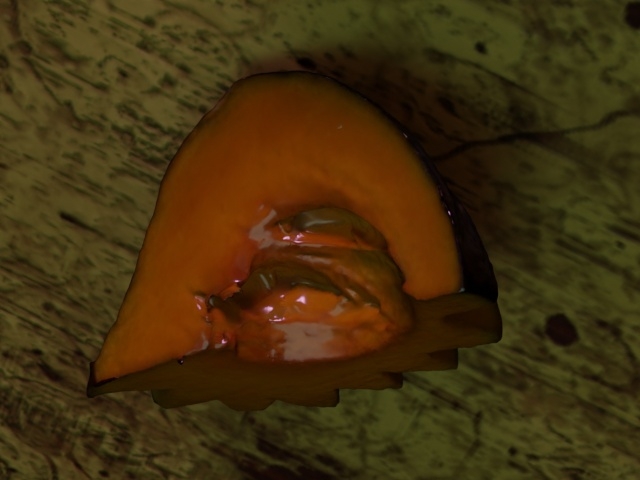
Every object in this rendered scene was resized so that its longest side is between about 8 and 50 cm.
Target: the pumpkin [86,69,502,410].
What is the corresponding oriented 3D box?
[{"bbox_3d":[0.000,0.000,0.999,0.254,0.149,0.130,-19,161,38],"label":"pumpkin"}]
